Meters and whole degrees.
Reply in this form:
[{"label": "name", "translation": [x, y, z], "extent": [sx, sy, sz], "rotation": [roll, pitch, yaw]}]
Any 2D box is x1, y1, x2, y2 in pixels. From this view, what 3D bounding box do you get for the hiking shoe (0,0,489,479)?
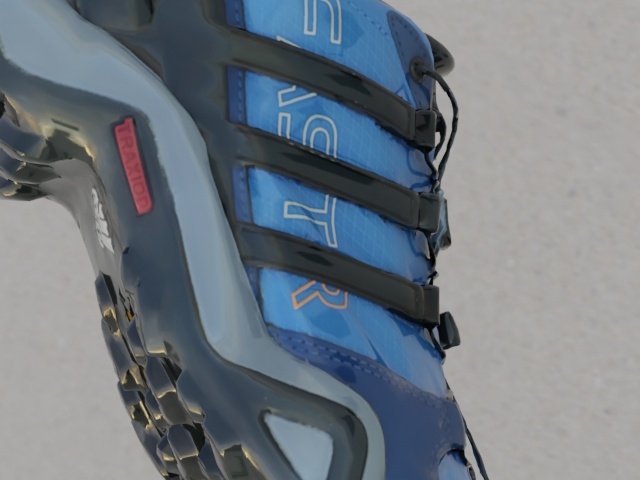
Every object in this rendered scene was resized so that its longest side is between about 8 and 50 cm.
[{"label": "hiking shoe", "translation": [0.000, 0.000, 0.515], "extent": [0.132, 0.304, 0.113], "rotation": [-33, 7, -17]}]
